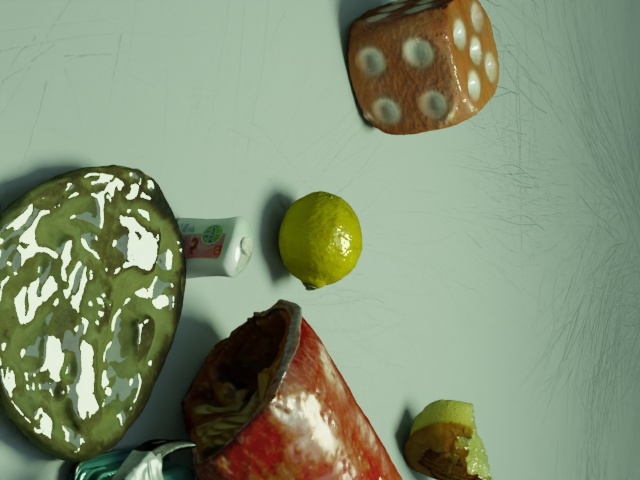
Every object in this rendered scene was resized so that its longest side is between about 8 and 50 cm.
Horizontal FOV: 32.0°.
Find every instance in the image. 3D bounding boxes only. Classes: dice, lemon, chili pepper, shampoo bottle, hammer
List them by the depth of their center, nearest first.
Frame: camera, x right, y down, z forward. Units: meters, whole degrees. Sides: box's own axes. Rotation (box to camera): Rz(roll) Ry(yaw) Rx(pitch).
[{"bbox_3d":[-0.116,0.375,1.139,0.152,0.044,0.427,-61,140,-46],"label":"hammer"},{"bbox_3d":[-0.118,0.008,1.224,0.043,0.099,0.072,47,50,-48],"label":"shampoo bottle"},{"bbox_3d":[-0.047,0.253,1.253,0.305,0.229,0.251,60,38,-22],"label":"chili pepper"},{"bbox_3d":[0.000,0.000,1.418,0.109,0.109,0.133,39,57,-52],"label":"lemon"},{"bbox_3d":[0.148,-0.265,1.631,0.175,0.174,0.179,-49,125,-48],"label":"dice"}]

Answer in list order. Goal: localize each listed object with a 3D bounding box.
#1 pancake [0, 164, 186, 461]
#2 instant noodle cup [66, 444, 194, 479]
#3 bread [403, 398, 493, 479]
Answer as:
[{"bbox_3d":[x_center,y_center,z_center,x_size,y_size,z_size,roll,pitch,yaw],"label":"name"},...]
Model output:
[{"bbox_3d":[-0.227,0.060,1.088,0.294,0.049,0.294,-4,94,-58],"label":"pancake"},{"bbox_3d":[-0.182,0.301,1.132,0.157,0.070,0.179,0,87,-61],"label":"instant noodle cup"},{"bbox_3d":[0.194,0.317,1.719,0.086,0.125,0.156,-72,146,-45],"label":"bread"}]
